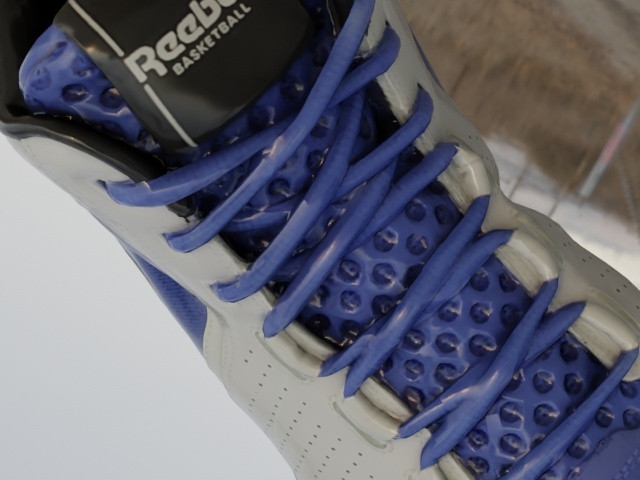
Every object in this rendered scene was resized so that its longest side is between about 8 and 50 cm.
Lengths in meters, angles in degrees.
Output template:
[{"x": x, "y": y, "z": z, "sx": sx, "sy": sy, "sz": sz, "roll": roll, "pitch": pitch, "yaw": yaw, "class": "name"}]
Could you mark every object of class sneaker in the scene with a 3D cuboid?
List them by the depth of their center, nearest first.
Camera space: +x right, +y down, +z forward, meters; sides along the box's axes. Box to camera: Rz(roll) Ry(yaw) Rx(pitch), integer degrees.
[{"x": -0.001, "y": -0.001, "z": 0.390, "sx": 0.315, "sy": 0.127, "sz": 0.182, "roll": 47, "pitch": 179, "yaw": 15, "class": "sneaker"}]
